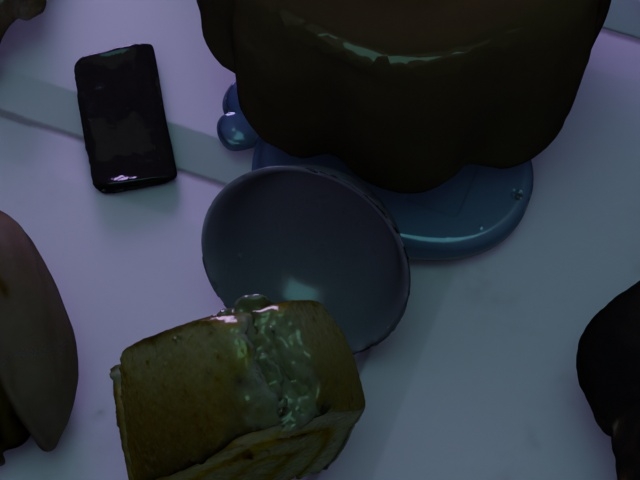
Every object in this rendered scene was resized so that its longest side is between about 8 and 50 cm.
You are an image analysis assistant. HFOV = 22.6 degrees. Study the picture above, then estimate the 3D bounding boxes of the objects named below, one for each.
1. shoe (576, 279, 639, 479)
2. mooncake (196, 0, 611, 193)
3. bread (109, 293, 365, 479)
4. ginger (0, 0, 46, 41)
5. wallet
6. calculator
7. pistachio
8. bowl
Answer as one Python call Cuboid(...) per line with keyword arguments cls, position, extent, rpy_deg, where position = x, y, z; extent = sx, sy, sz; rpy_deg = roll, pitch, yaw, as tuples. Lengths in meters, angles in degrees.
Cuboid(cls="shoe", position=(0.405, 0.099, 1.285), extent=(0.384, 0.171, 0.237), rpy_deg=(-16, 67, 3))
Cuboid(cls="mooncake", position=(0.074, -0.224, 1.423), extent=(0.378, 0.201, 0.378), rpy_deg=(1, 51, -2))
Cuboid(cls="bread", position=(-0.061, 0.123, 1.259), extent=(0.186, 0.257, 0.124), rpy_deg=(-8, 69, -25))
Cuboid(cls="ginger", position=(-0.313, -0.279, 1.568), extent=(0.122, 0.084, 0.290), rpy_deg=(8, 64, 0))
Cuboid(cls="wallet", position=(-0.186, -0.117, 1.513), extent=(0.082, 0.018, 0.156), rpy_deg=(-12, 62, -4))
Cuboid(cls="calculator", position=(0.046, -0.080, 1.469), extent=(0.303, 0.042, 0.188), rpy_deg=(19, 66, 9))
Cuboid(cls="pistachio", position=(-0.286, 0.073, 1.356), extent=(0.138, 0.153, 0.238), rpy_deg=(-21, 90, 3))
Cuboid(cls="bowl", position=(0.000, 0.000, 1.379), extent=(0.189, 0.189, 0.086), rpy_deg=(17, 35, 12))
